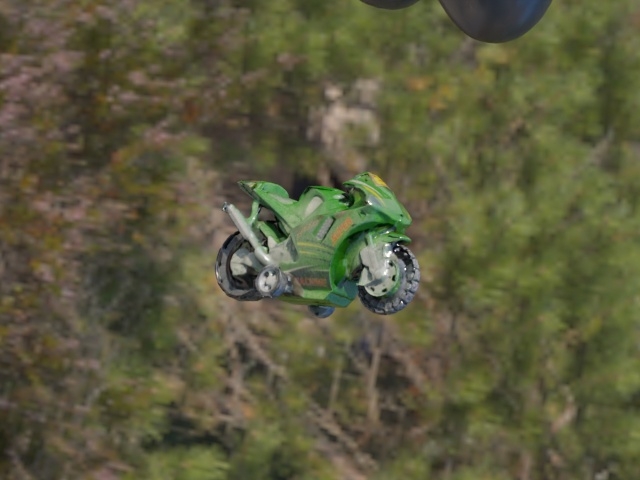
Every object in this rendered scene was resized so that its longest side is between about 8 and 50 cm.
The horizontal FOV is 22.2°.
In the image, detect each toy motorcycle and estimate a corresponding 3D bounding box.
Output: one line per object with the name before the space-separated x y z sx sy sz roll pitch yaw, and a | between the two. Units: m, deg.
toy motorcycle | 0.000 0.000 1.203 0.074 0.190 0.106 23 76 -48

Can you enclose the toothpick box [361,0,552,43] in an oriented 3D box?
toothpick box | 0.031 -0.208 0.416 0.229 0.229 0.316 -30 121 -52
